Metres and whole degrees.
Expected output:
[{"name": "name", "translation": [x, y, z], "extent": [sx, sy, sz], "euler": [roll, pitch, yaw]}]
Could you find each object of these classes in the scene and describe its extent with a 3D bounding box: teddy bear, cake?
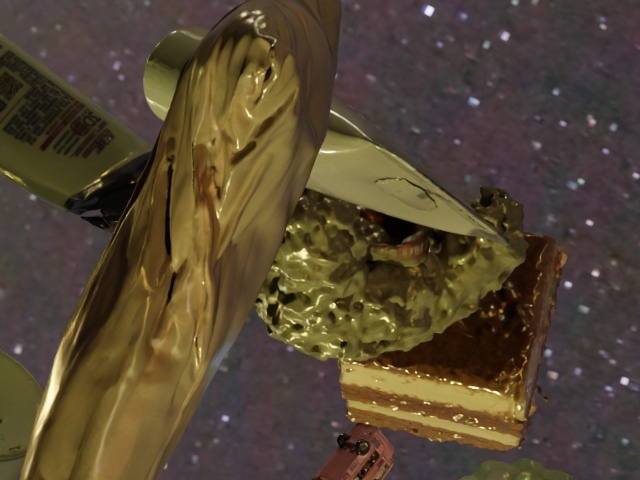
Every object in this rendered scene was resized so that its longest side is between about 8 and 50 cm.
[{"name": "teddy bear", "translation": [0.000, 0.000, 1.545], "extent": [0.367, 0.357, 0.224], "euler": [29, -67, 50]}, {"name": "cake", "translation": [0.171, 0.119, 1.776], "extent": [0.282, 0.290, 0.255], "euler": [10, -115, 13]}]

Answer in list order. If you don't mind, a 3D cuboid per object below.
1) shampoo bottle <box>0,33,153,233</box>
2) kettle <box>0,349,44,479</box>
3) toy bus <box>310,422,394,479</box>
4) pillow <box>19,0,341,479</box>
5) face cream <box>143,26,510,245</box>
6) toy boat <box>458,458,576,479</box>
[{"name": "shampoo bottle", "translation": [-0.334, -0.133, 1.500], "extent": [0.134, 0.359, 0.078], "euler": [-53, 180, -31]}, {"name": "kettle", "translation": [-0.507, 0.278, 1.657], "extent": [0.265, 0.205, 0.318], "euler": [44, -61, 21]}, {"name": "toy bus", "translation": [0.035, 0.381, 2.076], "extent": [0.203, 0.090, 0.063], "euler": [-49, -150, -21]}, {"name": "pillow", "translation": [-0.057, 0.009, 0.582], "extent": [0.173, 0.067, 0.270], "euler": [-57, 171, -81]}, {"name": "face cream", "translation": [-0.013, -0.074, 0.926], "extent": [0.314, 0.143, 0.089], "euler": [32, -93, 45]}, {"name": "toy boat", "translation": [0.256, 0.378, 1.485], "extent": [0.290, 0.199, 0.100], "euler": [53, -36, 38]}]
